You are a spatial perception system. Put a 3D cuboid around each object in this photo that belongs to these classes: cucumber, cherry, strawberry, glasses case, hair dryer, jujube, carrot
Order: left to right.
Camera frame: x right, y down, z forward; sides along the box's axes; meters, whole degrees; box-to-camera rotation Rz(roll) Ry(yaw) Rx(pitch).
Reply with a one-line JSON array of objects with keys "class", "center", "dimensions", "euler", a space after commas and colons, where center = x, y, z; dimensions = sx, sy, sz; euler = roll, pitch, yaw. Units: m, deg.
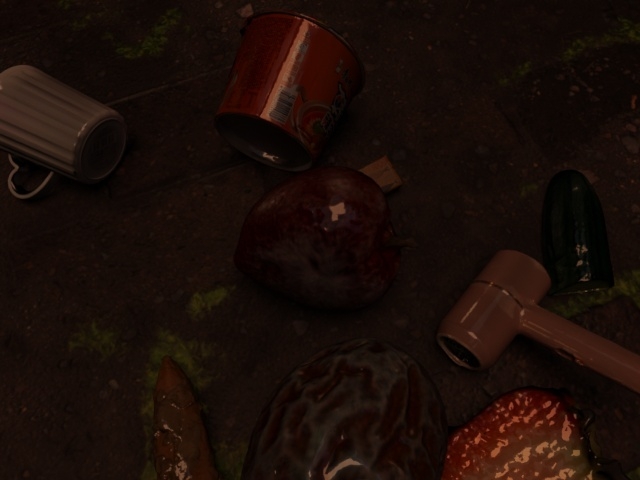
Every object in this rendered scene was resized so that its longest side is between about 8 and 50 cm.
[{"class": "carrot", "center": [-0.210, 0.293, 0.795], "dimensions": [0.102, 0.102, 0.263], "euler": [-16, 59, -6]}, {"class": "cherry", "center": [0.000, 0.000, 0.846], "dimensions": [0.300, 0.230, 0.203], "euler": [-8, 39, 16]}, {"class": "jujube", "center": [0.040, 0.264, 0.698], "dimensions": [0.247, 0.215, 0.308], "euler": [16, 41, 9]}, {"class": "glasses case", "center": [0.063, -0.088, 0.984], "dimensions": [0.170, 0.041, 0.064], "euler": [-29, 82, -12]}, {"class": "strawberry", "center": [0.260, 0.349, 0.745], "dimensions": [0.306, 0.137, 0.233], "euler": [-28, 45, 8]}, {"class": "hair dryer", "center": [0.355, 0.155, 0.773], "dimensions": [0.344, 0.106, 0.189], "euler": [28, 64, 39]}, {"class": "cucumber", "center": [0.450, -0.025, 0.936], "dimensions": [0.115, 0.063, 0.243], "euler": [2, 64, 1]}]

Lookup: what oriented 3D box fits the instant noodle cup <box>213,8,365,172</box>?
[{"class": "instant noodle cup", "center": [-0.066, -0.255, 0.963], "dimensions": [0.250, 0.250, 0.192], "euler": [20, 75, 10]}]

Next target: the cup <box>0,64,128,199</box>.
[{"class": "cup", "center": [-0.491, -0.187, 1.001], "dimensions": [0.202, 0.221, 0.167], "euler": [25, 34, 9]}]
